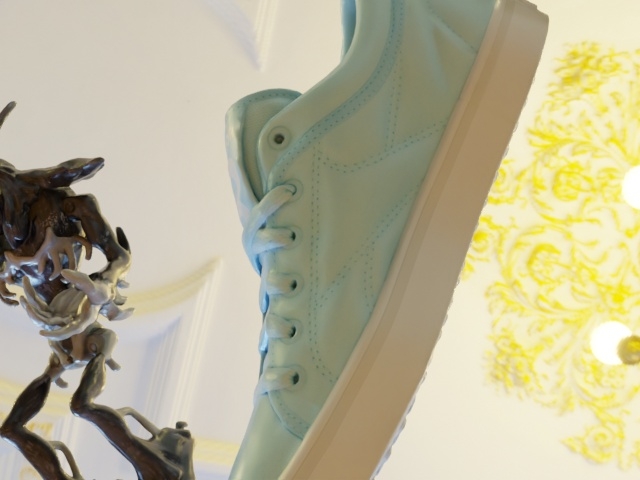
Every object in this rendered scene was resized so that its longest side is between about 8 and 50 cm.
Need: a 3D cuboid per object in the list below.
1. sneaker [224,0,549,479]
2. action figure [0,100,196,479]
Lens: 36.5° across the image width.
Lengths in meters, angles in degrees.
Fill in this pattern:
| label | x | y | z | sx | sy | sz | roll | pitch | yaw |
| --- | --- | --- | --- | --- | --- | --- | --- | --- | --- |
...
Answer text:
| label | x | y | z | sx | sy | sz | roll | pitch | yaw |
| --- | --- | --- | --- | --- | --- | --- | --- | --- | --- |
| sneaker | 0.000 | 0.000 | 0.533 | 0.150 | 0.135 | 0.366 | 23 | -115 | 2 |
| action figure | -0.179 | 0.052 | 0.594 | 0.164 | 0.141 | 0.276 | -25 | -91 | 22 |
